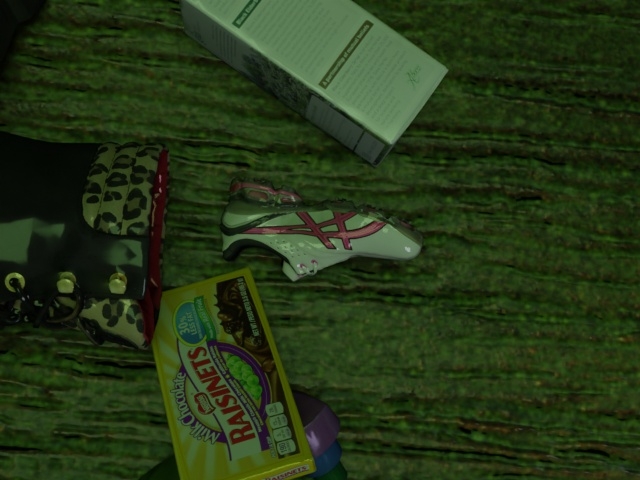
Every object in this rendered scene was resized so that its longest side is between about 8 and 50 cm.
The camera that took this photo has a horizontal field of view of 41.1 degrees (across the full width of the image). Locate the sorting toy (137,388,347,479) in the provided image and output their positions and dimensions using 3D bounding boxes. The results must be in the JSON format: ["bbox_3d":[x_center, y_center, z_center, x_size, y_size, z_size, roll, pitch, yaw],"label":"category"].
[{"bbox_3d":[-0.120,0.279,0.727,0.366,0.127,0.126,-35,115,-13],"label":"sorting toy"}]

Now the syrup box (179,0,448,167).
[{"bbox_3d":[-0.011,-0.179,0.798,0.237,0.093,0.096,36,79,1],"label":"syrup box"}]

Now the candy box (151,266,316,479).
[{"bbox_3d":[-0.083,0.117,0.725,0.105,0.027,0.205,-17,50,-7],"label":"candy box"}]

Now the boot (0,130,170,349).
[{"bbox_3d":[-0.279,0.057,0.683,0.284,0.138,0.377,4,61,-4],"label":"boot"}]

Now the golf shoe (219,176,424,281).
[{"bbox_3d":[0.000,0.000,0.788,0.186,0.067,0.085,12,84,5],"label":"golf shoe"}]

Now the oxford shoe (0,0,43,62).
[{"bbox_3d":[-0.323,-0.194,0.760,0.076,0.076,0.212,10,49,16],"label":"oxford shoe"}]
